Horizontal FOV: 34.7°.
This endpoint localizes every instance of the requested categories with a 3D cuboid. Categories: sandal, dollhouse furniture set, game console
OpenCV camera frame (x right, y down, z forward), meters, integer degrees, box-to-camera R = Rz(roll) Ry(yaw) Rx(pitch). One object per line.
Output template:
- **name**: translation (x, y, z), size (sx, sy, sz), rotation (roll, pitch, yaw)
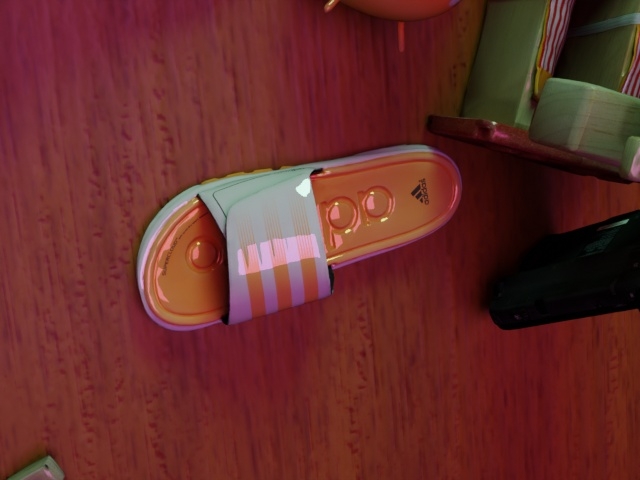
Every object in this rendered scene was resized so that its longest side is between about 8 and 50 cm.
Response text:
- **sandal**: translation (-0.002, -0.010, 0.732), size (0.265, 0.076, 0.102), rotation (-20, 107, -19)
- **dollhouse furniture set**: translation (0.226, -0.131, 0.648), size (0.152, 0.374, 0.201), rotation (13, 96, -20)
- **game console**: translation (0.248, -0.003, 0.692), size (0.213, 0.361, 0.044), rotation (-38, 97, -26)

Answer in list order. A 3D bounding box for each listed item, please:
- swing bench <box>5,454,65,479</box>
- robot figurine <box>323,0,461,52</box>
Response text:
- **swing bench**: translation (-0.164, 0.316, 0.629), size (0.165, 0.254, 0.253), rotation (-35, 106, -2)
- **robot figurine**: translation (0.065, -0.244, 0.690), size (0.128, 0.158, 0.219), rotation (18, 92, -3)
